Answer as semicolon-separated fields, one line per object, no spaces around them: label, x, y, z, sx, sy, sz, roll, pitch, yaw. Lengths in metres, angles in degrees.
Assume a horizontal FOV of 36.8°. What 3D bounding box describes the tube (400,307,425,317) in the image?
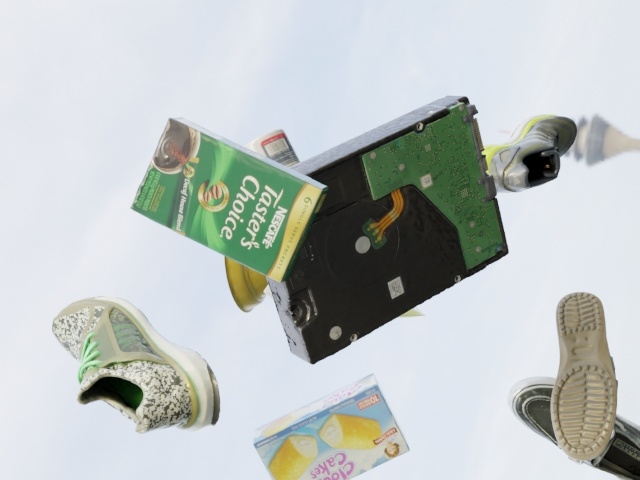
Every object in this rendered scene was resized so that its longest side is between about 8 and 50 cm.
tube;0.119;0.154;2.248;0.062;0.240;0.070;103;171;-48

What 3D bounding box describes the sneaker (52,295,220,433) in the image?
sneaker;-0.365;0.217;1.676;0.182;0.410;0.158;-13;-62;-48

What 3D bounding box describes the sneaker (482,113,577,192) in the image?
sneaker;0.400;-0.151;1.769;0.300;0.121;0.111;-33;-59;-38

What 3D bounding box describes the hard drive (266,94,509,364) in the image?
hard drive;0.080;-0.021;1.236;0.339;0.064;0.236;-27;-66;-23

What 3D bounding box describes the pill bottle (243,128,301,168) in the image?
pill bottle;-0.084;-0.131;2.001;0.108;0.108;0.180;-25;-93;-54

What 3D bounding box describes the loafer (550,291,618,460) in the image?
loafer;0.416;0.214;1.496;0.092;0.102;0.268;48;-135;-53

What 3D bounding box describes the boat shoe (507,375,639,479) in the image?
boat shoe;0.465;0.339;1.650;0.113;0.306;0.105;-57;4;15

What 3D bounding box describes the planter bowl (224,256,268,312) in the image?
planter bowl;-0.135;0.050;2.160;0.217;0.090;0.217;-7;-90;-75

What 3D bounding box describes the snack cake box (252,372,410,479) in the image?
snack cake box;0.020;0.385;1.853;0.152;0.264;0.089;63;-178;-7

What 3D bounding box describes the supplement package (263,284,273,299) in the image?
supplement package;0.033;0.030;1.609;0.134;0.139;0.244;-48;-3;-44

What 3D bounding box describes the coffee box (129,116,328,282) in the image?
coffee box;-0.096;-0.044;1.016;0.113;0.184;0.040;-64;-7;10
